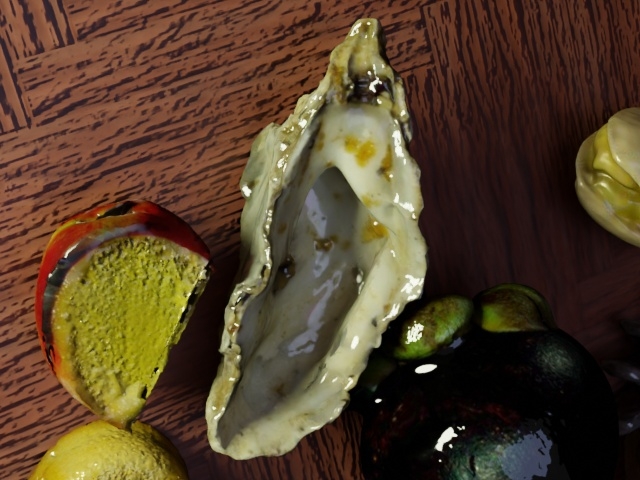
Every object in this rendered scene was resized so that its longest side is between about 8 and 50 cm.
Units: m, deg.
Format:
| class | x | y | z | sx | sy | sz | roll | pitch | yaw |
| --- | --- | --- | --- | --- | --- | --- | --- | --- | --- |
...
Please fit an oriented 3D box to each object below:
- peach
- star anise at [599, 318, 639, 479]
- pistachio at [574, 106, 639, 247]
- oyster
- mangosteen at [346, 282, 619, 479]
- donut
| class | x | y | z | sx | sy | sz | roll | pitch | yaw |
| --- | --- | --- | --- | --- | --- | --- | --- | --- | --- |
| peach | -0.150 | 0.049 | 0.817 | 0.127 | 0.092 | 0.172 | -3 | 112 | -21 |
| star anise | 0.379 | 0.140 | 1.080 | 0.258 | 0.110 | 0.198 | -33 | 112 | -11 |
| pistachio | 0.322 | -0.054 | 1.021 | 0.201 | 0.117 | 0.145 | 14 | 54 | -20 |
| oyster | -0.004 | 0.000 | 0.858 | 0.166 | 0.110 | 0.341 | 2 | 91 | -12 |
| mangosteen | 0.130 | 0.149 | 0.910 | 0.243 | 0.243 | 0.242 | -5 | 101 | -25 |
| donut | -0.165 | 0.220 | 0.857 | 0.152 | 0.058 | 0.151 | -6 | 103 | -24 |
